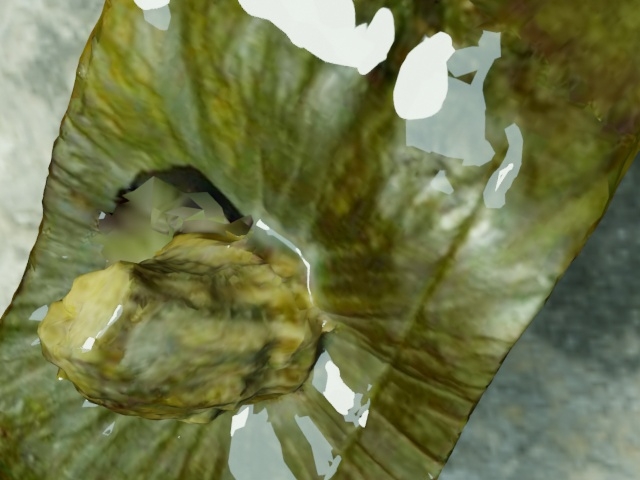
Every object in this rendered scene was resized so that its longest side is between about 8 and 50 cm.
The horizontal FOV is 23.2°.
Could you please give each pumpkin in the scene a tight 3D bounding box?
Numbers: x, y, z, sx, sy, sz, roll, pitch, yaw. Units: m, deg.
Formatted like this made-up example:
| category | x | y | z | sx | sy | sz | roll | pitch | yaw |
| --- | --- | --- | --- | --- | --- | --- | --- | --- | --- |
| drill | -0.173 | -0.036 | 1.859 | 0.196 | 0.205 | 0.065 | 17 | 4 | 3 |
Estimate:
| category | x | y | z | sx | sy | sz | roll | pitch | yaw |
| --- | --- | --- | --- | --- | --- | --- | --- | --- | --- |
| pumpkin | 0.000 | 0.000 | 0.447 | 0.139 | 0.222 | 0.317 | 34 | 127 | 5 |
